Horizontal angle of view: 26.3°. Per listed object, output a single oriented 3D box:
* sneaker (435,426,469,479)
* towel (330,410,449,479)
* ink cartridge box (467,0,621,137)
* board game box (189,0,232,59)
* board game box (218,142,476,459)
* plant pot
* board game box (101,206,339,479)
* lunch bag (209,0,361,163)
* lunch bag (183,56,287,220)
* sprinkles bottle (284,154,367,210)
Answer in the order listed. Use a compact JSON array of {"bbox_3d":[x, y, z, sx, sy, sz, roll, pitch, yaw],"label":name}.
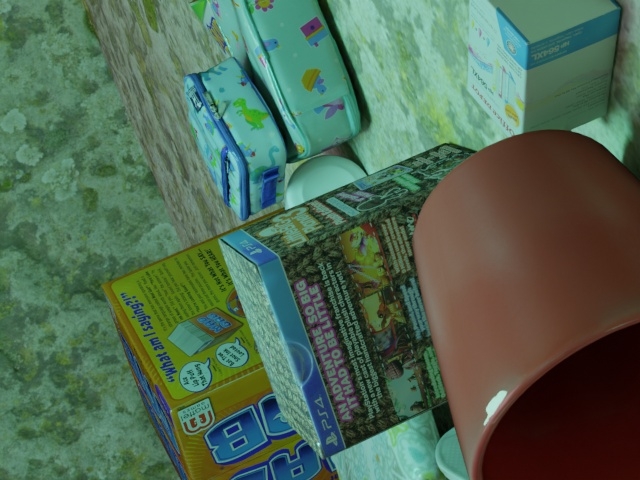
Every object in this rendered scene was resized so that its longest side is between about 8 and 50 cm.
[{"bbox_3d":[0.236,0.332,1.721,0.147,0.104,0.296,64,172,-19],"label":"sneaker"},{"bbox_3d":[0.100,0.314,2.016,0.374,0.090,0.320,98,159,-47],"label":"towel"},{"bbox_3d":[0.184,-0.153,1.153,0.092,0.090,0.143,56,162,37],"label":"ink cartridge box"},{"bbox_3d":[-0.115,-0.283,2.075,0.259,0.039,0.124,58,168,-13],"label":"board game box"},{"bbox_3d":[0.073,0.059,1.495,0.141,0.291,0.232,32,142,67],"label":"board game box"},{"bbox_3d":[0.205,0.057,1.119,0.275,0.275,0.243,83,169,-48],"label":"plant pot"},{"bbox_3d":[-0.117,0.231,2.351,0.356,0.356,0.356,52,160,48],"label":"board game box"},{"bbox_3d":[-0.050,-0.247,1.852,0.224,0.108,0.279,169,79,-79],"label":"lunch bag"},{"bbox_3d":[-0.113,-0.133,1.866,0.176,0.090,0.219,60,168,15],"label":"lunch bag"},{"bbox_3d":[0.000,0.000,2.035,0.121,0.121,0.355,62,166,18],"label":"sprinkles bottle"}]
